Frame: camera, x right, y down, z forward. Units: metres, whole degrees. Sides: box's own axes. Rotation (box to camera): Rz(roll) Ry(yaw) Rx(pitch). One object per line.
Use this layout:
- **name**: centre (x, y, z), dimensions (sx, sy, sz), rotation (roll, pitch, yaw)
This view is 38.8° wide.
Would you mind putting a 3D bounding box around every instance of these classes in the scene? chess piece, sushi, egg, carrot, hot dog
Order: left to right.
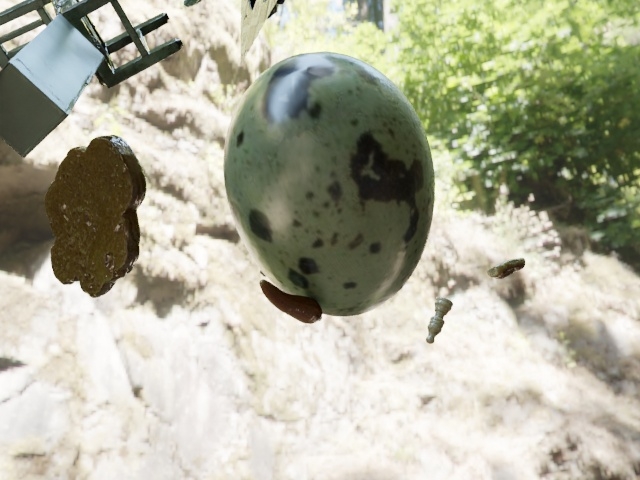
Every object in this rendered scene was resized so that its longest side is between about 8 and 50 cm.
- **sushi**: centre (-0.078, -0.443, 1.530), dimensions (0.047, 0.231, 0.219), rotation (9, -28, -21)
- **carrot**: centre (-0.036, 0.081, 1.174), dimensions (0.035, 0.035, 0.142), rotation (-23, -30, 24)
- **egg**: centre (0.013, -0.071, 1.250), dimensions (0.288, 0.287, 0.379), rotation (-3, -57, 1)
- **chess piece**: centre (0.223, 0.156, 1.737), dimensions (0.035, 0.092, 0.035), rotation (20, -23, 9)
- **hot dog**: centre (0.361, 0.055, 1.763), dimensions (0.044, 0.028, 0.137), rotation (-30, -10, 30)

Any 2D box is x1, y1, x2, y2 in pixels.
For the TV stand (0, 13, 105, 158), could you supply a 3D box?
- **TV stand**: centre (-0.346, -0.200, 1.134), dimensions (0.083, 0.269, 0.088), rotation (-41, -70, 15)

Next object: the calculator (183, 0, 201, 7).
- **calculator**: centre (-0.140, -0.379, 1.237), dimensions (0.021, 0.095, 0.153), rotation (40, -60, 8)

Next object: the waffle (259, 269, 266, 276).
- **waffle**: centre (0.000, 0.000, 1.752), dimensions (0.238, 0.058, 0.243), rotation (0, -42, -39)

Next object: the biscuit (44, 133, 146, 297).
- **biscuit**: centre (-0.330, -0.031, 1.341), dimensions (0.041, 0.208, 0.290), rotation (-11, -29, -44)

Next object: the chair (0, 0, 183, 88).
- **chair**: centre (-0.362, -0.304, 1.358), dimensions (0.271, 0.147, 0.136), rotation (-27, -52, -1)
